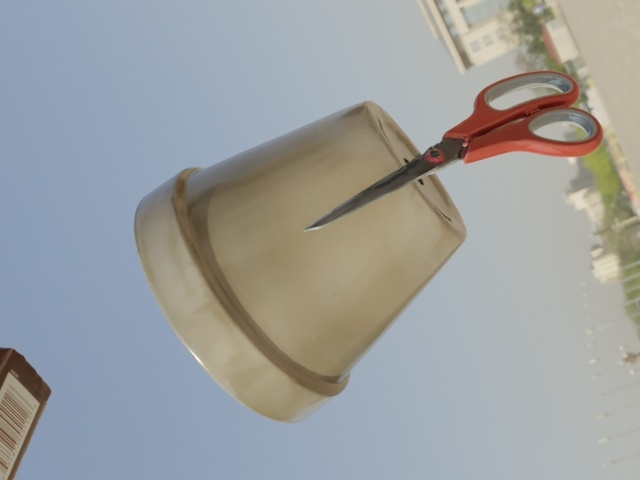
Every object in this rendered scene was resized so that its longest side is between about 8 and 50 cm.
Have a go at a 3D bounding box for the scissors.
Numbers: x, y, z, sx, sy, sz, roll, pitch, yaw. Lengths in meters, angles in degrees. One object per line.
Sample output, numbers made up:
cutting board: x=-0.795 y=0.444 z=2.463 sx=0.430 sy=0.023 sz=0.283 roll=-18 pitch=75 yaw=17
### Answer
scissors: x=0.106 y=-0.081 z=0.737 sx=0.021 sy=0.297 sz=0.109 roll=90 pitch=158 yaw=-51

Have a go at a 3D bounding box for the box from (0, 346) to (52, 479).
box: x=-0.606 y=0.253 z=1.226 sx=0.143 sy=0.382 sz=0.191 roll=73 pitch=-155 yaw=-50

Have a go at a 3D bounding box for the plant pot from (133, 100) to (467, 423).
plant pot: x=0.000 y=0.000 z=0.978 sx=0.323 sy=0.280 sz=0.323 roll=48 pitch=-162 yaw=-21
